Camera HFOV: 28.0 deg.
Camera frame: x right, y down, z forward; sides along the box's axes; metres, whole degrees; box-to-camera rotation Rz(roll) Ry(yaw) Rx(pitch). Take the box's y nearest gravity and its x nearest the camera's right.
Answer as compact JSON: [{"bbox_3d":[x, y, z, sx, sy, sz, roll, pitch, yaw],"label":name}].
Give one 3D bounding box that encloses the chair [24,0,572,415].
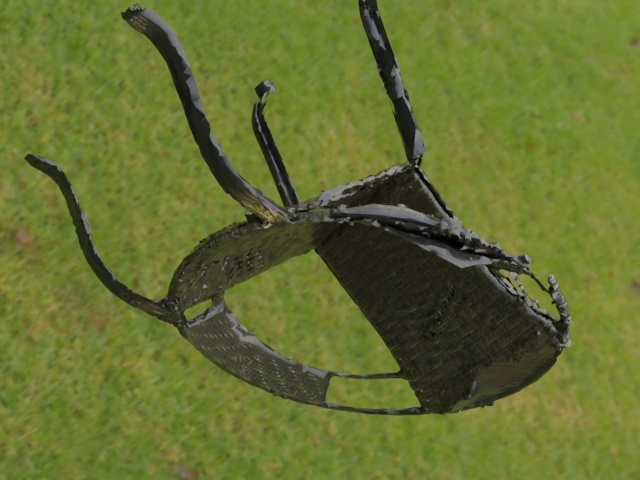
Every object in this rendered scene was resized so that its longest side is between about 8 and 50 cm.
[{"bbox_3d":[0.000,0.000,0.573,0.149,0.174,0.213,-28,81,-41],"label":"chair"}]
